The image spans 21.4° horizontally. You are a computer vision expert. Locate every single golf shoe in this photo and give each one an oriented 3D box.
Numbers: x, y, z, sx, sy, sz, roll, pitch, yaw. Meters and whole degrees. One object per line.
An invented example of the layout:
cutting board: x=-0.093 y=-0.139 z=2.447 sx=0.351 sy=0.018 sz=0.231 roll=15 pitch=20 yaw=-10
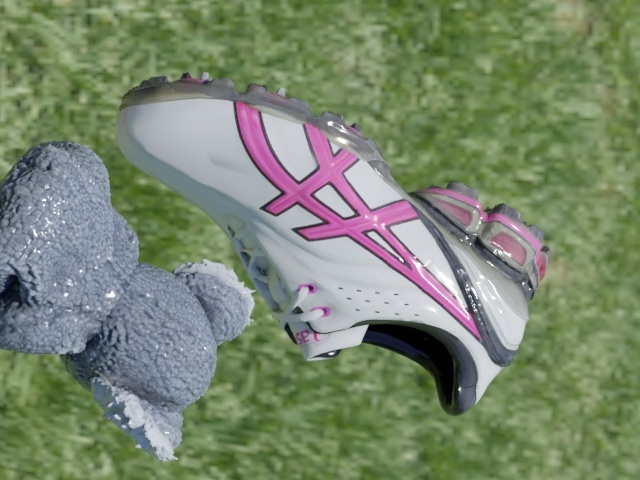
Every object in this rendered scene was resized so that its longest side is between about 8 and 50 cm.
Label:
golf shoe: x=0.000 y=0.000 z=0.661 sx=0.186 sy=0.067 sz=0.086 roll=27 pitch=70 yaw=-10

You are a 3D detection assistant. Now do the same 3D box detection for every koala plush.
koala plush: x=-0.165 y=0.051 z=1.241 sx=0.221 sy=0.203 sz=0.196 roll=38 pitch=49 yaw=-8
